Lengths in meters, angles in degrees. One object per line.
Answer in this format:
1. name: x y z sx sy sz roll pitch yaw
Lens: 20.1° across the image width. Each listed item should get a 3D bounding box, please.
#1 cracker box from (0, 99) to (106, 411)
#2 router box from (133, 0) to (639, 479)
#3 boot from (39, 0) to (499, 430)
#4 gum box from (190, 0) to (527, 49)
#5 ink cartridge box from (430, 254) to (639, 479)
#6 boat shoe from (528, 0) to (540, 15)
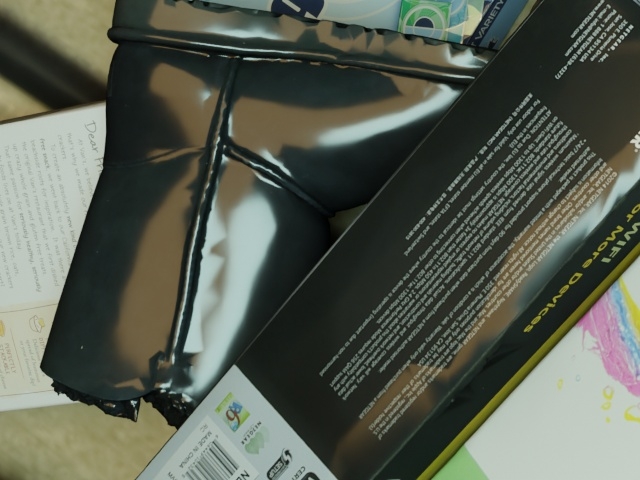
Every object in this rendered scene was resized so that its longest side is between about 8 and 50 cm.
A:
1. cracker box: -0.145 0.008 0.985 0.232 0.067 0.155 -8 99 27
2. router box: 0.078 0.038 0.792 0.081 0.243 0.309 46 107 22
3. boot: 0.000 0.000 0.859 0.247 0.094 0.207 9 94 4
4. gum box: 0.008 -0.136 0.952 0.184 0.041 0.157 37 103 24
5. ink cartridge box: 0.213 0.062 0.733 0.353 0.207 0.119 -50 52 16
6. boat shoe: 0.186 -0.149 0.858 0.072 0.068 0.190 46 116 9
